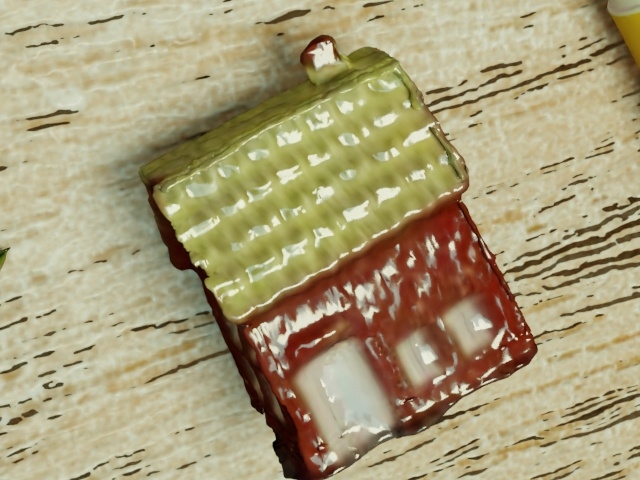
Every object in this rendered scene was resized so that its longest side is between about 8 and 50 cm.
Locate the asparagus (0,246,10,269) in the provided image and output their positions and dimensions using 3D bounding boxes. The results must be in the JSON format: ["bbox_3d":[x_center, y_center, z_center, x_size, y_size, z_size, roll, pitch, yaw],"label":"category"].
[{"bbox_3d":[-0.256,0.037,1.001,0.108,0.025,0.021,-30,102,-9],"label":"asparagus"}]

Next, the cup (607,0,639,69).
[{"bbox_3d":[0.328,-0.118,1.073,0.196,0.196,0.279,-40,105,-5],"label":"cup"}]

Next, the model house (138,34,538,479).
[{"bbox_3d":[0.000,0.000,1.006,0.196,0.160,0.254,-28,109,-10],"label":"model house"}]
